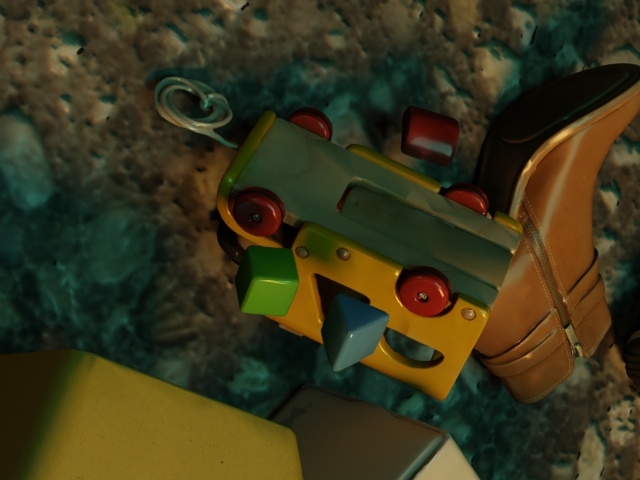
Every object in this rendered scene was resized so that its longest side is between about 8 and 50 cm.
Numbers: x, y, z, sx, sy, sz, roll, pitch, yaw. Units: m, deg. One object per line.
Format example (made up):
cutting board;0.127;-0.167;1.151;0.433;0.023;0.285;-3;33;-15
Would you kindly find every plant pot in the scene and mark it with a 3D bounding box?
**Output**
plant pot;-0.126;0.165;0.968;0.212;0.212;0.187;24;70;-35

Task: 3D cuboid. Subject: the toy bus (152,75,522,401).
toy bus;0.009;0.008;1.081;0.191;0.202;0.104;-5;137;-31

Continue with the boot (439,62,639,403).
boot;0.153;-0.006;1.209;0.197;0.073;0.152;-39;116;-11

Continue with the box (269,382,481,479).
box;0.046;0.217;1.116;0.127;0.149;0.232;-45;118;-20

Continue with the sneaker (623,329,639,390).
sneaker;0.430;0.093;1.350;0.447;0.169;0.257;38;77;-29
